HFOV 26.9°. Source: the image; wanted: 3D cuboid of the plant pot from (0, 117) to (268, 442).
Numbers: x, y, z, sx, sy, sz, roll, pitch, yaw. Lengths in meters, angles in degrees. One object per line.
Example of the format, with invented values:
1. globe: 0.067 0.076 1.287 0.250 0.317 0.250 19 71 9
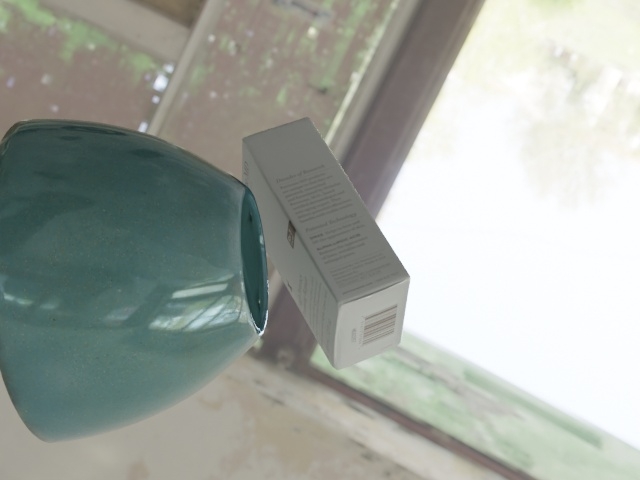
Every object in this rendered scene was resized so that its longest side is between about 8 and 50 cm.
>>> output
1. plant pot: -0.154 0.028 1.195 0.195 0.290 0.290 -5 -171 7

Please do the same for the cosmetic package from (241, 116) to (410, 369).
1. cosmetic package: 0.000 0.000 1.344 0.085 0.117 0.231 -20 -125 -19
